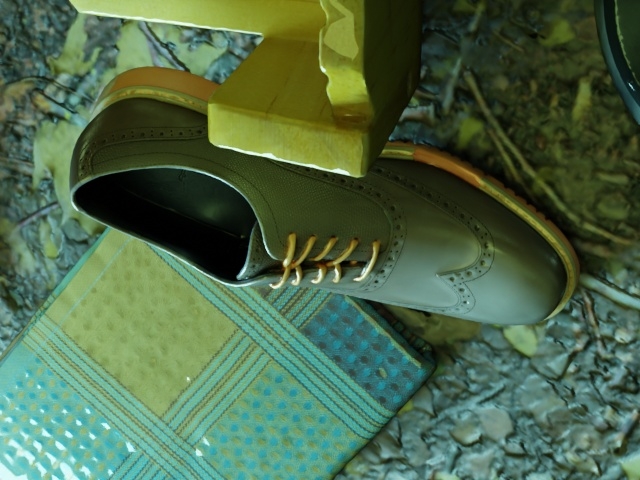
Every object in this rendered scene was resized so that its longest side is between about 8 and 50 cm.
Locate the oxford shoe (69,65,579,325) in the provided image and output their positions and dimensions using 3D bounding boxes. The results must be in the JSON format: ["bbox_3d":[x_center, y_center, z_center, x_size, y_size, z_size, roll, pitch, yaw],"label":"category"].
[{"bbox_3d":[0.000,0.000,1.158,0.364,0.132,0.130,17,126,1],"label":"oxford shoe"}]

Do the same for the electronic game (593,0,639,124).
[{"bbox_3d":[0.264,-0.144,1.033,0.229,0.048,0.229,21,119,42],"label":"electronic game"}]

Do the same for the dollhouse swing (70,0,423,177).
[{"bbox_3d":[-0.090,-0.257,1.065,0.305,0.315,0.346,5,111,11],"label":"dollhouse swing"}]

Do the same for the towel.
[{"bbox_3d":[-0.111,0.124,1.343,0.271,0.040,0.370,43,118,4],"label":"towel"}]
